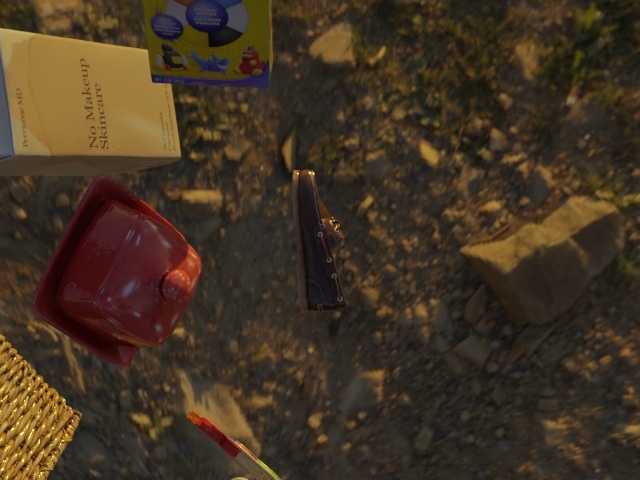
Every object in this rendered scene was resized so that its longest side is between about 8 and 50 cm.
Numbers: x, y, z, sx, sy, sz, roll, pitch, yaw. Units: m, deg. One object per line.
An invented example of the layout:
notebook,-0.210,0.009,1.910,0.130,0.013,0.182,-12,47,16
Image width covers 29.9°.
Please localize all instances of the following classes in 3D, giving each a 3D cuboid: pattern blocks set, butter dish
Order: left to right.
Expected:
butter dish,-0.179,0.039,1.199,0.118,0.160,0.160,10,68,38
pattern blocks set,-0.101,0.370,1.929,0.285,0.325,0.026,42,79,-1

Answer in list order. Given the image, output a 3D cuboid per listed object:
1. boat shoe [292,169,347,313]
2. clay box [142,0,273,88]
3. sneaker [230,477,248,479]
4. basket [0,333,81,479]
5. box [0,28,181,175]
boat shoe,0.000,0.000,1.705,0.073,0.073,0.207,-5,93,9
clay box,-0.112,-0.247,1.184,0.127,0.222,0.053,3,53,1
sneaker,-0.049,0.421,1.753,0.121,0.217,0.079,43,78,-34
basket,-0.557,0.325,1.867,0.213,0.299,0.223,-30,111,26
box,-0.304,-0.152,1.387,0.121,0.311,0.148,-9,90,27
